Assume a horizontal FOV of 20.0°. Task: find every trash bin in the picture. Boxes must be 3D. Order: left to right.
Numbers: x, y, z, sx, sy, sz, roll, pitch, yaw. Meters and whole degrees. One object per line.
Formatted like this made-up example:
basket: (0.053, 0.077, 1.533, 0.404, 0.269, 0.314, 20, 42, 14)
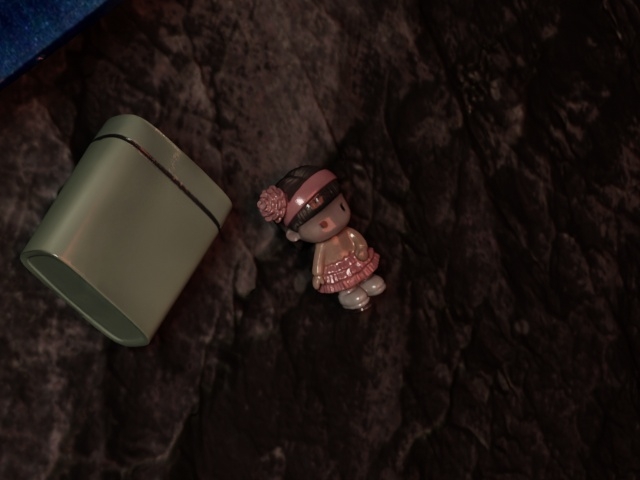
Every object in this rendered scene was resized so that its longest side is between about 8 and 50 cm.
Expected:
trash bin: (-0.140, -0.007, 1.329, 0.116, 0.059, 0.130, 43, 60, -25)

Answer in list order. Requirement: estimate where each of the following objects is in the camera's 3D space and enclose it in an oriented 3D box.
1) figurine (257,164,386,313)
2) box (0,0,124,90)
figurine: (0.000, 0.000, 1.451, 0.072, 0.054, 0.129, -38, 115, -21)
box: (-0.289, -0.210, 1.202, 0.279, 0.116, 0.261, -43, 107, -35)
